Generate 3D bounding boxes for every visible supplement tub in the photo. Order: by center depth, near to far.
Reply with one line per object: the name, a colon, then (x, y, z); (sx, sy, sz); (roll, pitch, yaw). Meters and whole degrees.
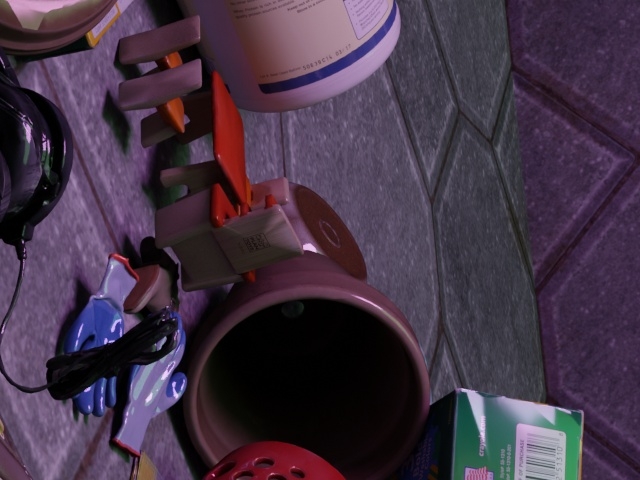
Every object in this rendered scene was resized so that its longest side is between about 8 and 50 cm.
supplement tub: (-0.063, -0.333, 2.218); (0.235, 0.235, 0.325); (-76, 150, -51)

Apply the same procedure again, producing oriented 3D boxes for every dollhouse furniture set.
dollhouse furniture set: (-0.097, -0.073, 2.079); (0.259, 0.135, 0.262); (-95, 163, -47)

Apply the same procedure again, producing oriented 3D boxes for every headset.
headset: (-0.264, -0.060, 1.566); (0.394, 0.185, 0.243); (66, 21, -7)

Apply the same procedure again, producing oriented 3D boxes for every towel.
towel: (-0.168, 0.252, 1.962); (0.083, 0.009, 0.060); (62, 25, -45)

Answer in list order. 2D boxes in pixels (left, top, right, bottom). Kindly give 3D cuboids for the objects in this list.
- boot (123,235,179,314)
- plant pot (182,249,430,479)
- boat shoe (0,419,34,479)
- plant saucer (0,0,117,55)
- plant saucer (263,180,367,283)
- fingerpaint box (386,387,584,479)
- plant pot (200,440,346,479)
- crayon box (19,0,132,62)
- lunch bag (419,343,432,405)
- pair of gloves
boot: (-0.170, 0.057, 2.014); (0.118, 0.042, 0.087); (-74, 154, -44)
plant pot: (-0.025, 0.120, 2.148); (0.229, 0.263, 0.263); (-104, 175, -64)
boat shoe: (-0.292, 0.148, 1.494); (0.324, 0.116, 0.097); (54, 35, -42)
plant saucer: (-0.255, -0.301, 1.738); (0.278, 0.041, 0.278); (-7, 100, -45)
plant saucer: (0.000, 0.000, 2.424); (0.198, 0.036, 0.198); (47, 19, -22)
fingerpaint box: (0.124, 0.425, 2.137); (0.371, 0.163, 0.445); (138, -39, -62)
plant pot: (-0.067, 0.313, 1.941); (0.174, 0.191, 0.191); (-33, 112, -61)
crayon box: (-0.269, -0.356, 1.863); (0.203, 0.083, 0.323); (-64, 141, -60)
lunch bag: (0.062, 0.207, 2.511); (0.279, 0.108, 0.224); (32, 46, -67)
pair of gloves: (-0.184, 0.117, 1.913); (0.198, 0.023, 0.159); (51, 49, -50)
